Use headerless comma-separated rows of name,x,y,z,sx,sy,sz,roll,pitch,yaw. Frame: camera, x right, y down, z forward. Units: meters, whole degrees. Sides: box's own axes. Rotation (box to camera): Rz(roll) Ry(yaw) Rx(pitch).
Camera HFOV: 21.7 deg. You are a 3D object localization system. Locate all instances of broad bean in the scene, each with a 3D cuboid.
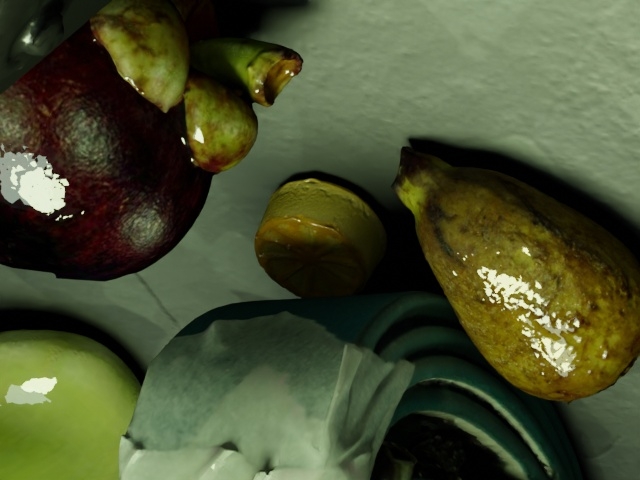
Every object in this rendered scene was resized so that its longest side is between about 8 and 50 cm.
broad bean,-0.242,0.159,1.323,0.189,0.121,0.263,34,140,-19

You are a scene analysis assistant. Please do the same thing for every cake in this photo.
cake,0.000,0.000,1.067,0.084,0.044,0.084,14,140,12

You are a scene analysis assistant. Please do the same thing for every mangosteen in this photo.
mangosteen,-0.123,-0.078,0.943,0.230,0.194,0.194,-26,125,16

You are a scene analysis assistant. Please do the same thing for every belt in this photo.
belt,0.043,0.206,1.070,0.173,0.300,0.436,-5,149,33

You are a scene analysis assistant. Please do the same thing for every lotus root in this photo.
lotus root,0.116,0.017,0.994,0.191,0.094,0.108,40,105,-14

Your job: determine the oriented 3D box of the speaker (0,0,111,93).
speaker,-0.138,-0.211,0.715,0.184,0.232,0.254,38,142,4
